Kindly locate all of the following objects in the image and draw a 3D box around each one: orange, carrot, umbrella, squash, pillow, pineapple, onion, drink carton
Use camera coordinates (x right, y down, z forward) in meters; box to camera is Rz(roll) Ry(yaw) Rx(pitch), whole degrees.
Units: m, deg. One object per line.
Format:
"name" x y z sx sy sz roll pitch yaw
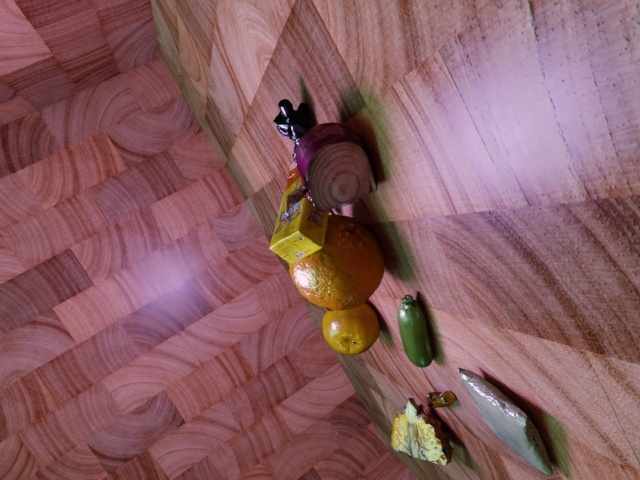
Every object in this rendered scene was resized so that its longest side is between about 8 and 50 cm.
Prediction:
"orange" 0.062 0.068 1.509 0.340 0.341 0.293 51 138 25
"carrot" 0.495 0.659 1.785 0.069 0.069 0.228 54 164 15
"umbrella" -0.073 -0.365 1.473 0.272 0.122 0.110 62 -170 -46
"squash" 0.344 0.345 1.564 0.107 0.107 0.395 41 157 50
"orange" 0.145 0.405 2.050 0.235 0.279 0.279 -81 -28 -58
"pillow" 0.561 0.541 1.308 0.280 0.076 0.274 59 169 -24
"pineapple" 0.510 0.881 2.074 0.344 0.209 0.286 -12 82 50
"onion" 0.026 -0.216 1.249 0.230 0.273 0.256 -120 36 -57
"drink carton" -0.052 -0.110 1.420 0.111 0.351 0.155 34 137 -29

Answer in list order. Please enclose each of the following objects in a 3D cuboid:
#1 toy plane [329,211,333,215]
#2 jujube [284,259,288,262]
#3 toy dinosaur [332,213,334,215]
"toy plane" -0.042 -0.141 1.725 0.245 0.117 0.244 27 129 39
"jujube" -0.129 -0.019 2.194 0.223 0.223 0.318 50 154 30
"toy dinosaur" 0.022 -0.112 1.800 0.154 0.055 0.049 53 168 11
